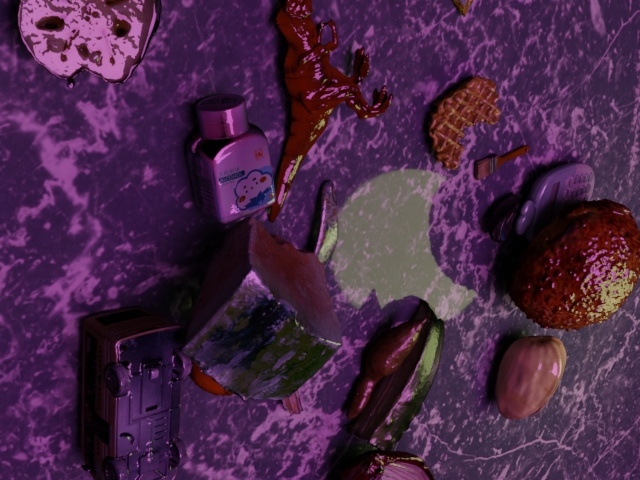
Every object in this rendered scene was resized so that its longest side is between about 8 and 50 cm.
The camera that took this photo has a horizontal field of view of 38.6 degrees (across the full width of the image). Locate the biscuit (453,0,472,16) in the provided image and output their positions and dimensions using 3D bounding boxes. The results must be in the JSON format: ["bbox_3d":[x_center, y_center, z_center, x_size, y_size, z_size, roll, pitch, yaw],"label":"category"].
[{"bbox_3d":[0.201,-0.506,1.653,0.292,0.026,0.048,34,82,-43],"label":"biscuit"}]

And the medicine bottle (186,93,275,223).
[{"bbox_3d":[-0.149,-0.135,1.479,0.119,0.094,0.187,-24,123,-29],"label":"medicine bottle"}]

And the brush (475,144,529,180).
[{"bbox_3d":[0.393,-0.174,1.966,0.170,0.014,0.043,-24,124,-31],"label":"brush"}]

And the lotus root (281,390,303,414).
[{"bbox_3d":[-0.060,0.304,1.790,0.038,0.030,0.083,-13,118,0],"label":"lotus root"}]

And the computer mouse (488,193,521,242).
[{"bbox_3d":[0.401,-0.051,2.004,0.135,0.047,0.079,-49,149,-30],"label":"computer mouse"}]

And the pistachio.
[{"bbox_3d":[0.500,0.326,2.182,0.157,0.157,0.229,-4,123,-39],"label":"pistachio"}]

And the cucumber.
[{"bbox_3d":[0.193,0.295,1.950,0.145,0.105,0.325,31,85,-42],"label":"cucumber"}]

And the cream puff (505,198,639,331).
[{"bbox_3d":[0.585,0.066,2.037,0.350,0.229,0.350,-33,150,-22],"label":"cream puff"}]

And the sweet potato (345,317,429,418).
[{"bbox_3d":[0.124,0.253,1.896,0.075,0.075,0.269,27,103,-43],"label":"sweet potato"}]

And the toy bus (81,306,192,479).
[{"bbox_3d":[-0.310,0.262,1.481,0.140,0.157,0.289,-12,114,-41],"label":"toy bus"}]

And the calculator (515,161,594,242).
[{"bbox_3d":[0.535,-0.086,2.089,0.295,0.042,0.184,-20,126,-39],"label":"calculator"}]

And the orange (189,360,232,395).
[{"bbox_3d":[-0.165,0.205,1.583,0.136,0.135,0.117,6,133,-41],"label":"orange"}]

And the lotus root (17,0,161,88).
[{"bbox_3d":[-0.326,-0.313,1.272,0.183,0.078,0.203,36,80,-31],"label":"lotus root"}]

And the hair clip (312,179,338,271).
[{"bbox_3d":[0.002,0.001,1.704,0.066,0.036,0.229,-4,111,-45],"label":"hair clip"}]

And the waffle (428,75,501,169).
[{"bbox_3d":[0.286,-0.240,1.825,0.194,0.051,0.149,-38,129,-27],"label":"waffle"}]

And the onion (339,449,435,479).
[{"bbox_3d":[0.120,0.518,1.962,0.227,0.120,0.283,-30,134,-15],"label":"onion"}]

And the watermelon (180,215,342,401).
[{"bbox_3d":[-0.083,0.097,1.502,0.264,0.151,0.301,37,46,-42],"label":"watermelon"}]

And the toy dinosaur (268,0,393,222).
[{"bbox_3d":[0.011,-0.239,1.567,0.208,0.097,0.431,-10,112,-21],"label":"toy dinosaur"}]
